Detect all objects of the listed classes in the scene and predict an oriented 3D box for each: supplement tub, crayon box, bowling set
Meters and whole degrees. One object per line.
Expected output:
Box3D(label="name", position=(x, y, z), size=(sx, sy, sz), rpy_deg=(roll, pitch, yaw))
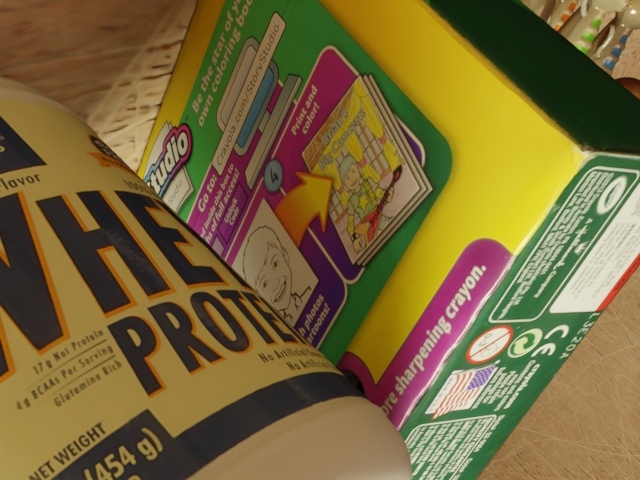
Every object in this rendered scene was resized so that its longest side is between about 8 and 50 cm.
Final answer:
Box3D(label="supplement tub", position=(-0.146, 0.071, 0.426), size=(0.235, 0.325, 0.235), rpy_deg=(-38, 156, -21))
Box3D(label="crayon box", position=(0.000, 0.000, 0.576), size=(0.106, 0.313, 0.362), rpy_deg=(0, 131, -37))
Box3D(label="bowling set", position=(0.262, -0.208, 0.883), size=(0.154, 0.200, 0.287), rpy_deg=(-58, 159, 20))
